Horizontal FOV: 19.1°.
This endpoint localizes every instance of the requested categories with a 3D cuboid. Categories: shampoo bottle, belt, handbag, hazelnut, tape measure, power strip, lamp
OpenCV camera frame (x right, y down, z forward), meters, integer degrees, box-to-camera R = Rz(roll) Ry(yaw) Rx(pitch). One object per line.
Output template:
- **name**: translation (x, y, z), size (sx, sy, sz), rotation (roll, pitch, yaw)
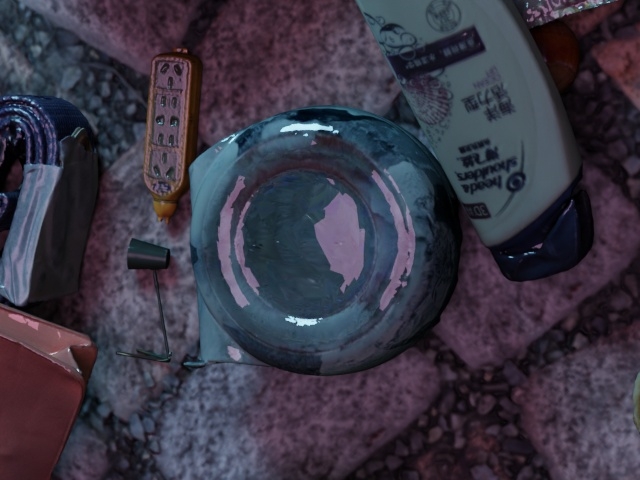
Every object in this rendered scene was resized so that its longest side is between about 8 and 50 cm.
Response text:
- **shampoo bottle**: translation (0.148, -0.133, 1.737), size (0.134, 0.078, 0.359), rotation (-18, 109, 33)
- **belt**: translation (-0.310, -0.034, 1.908), size (0.140, 0.126, 0.230), rotation (18, 98, 15)
- **handbag**: translation (-0.323, 0.162, 1.907), size (0.157, 0.059, 0.212), rotation (23, 127, -5)
- **hazelnut**: translation (0.202, -0.171, 1.783), size (0.086, 0.086, 0.086), rotation (1, 95, 15)
- **tape measure**: translation (0.000, 0.000, 1.818), size (0.275, 0.147, 0.256), rotation (-3, 93, 20)
- **power strip**: translation (-0.150, -0.104, 1.908), size (0.049, 0.028, 0.178), rotation (6, 97, 14)
- **lamp**: translation (-0.171, 0.061, 1.927), size (0.054, 0.041, 0.121), rotation (6, 93, 6)

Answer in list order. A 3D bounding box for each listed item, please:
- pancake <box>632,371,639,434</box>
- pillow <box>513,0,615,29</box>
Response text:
- **pancake**: translation (0.359, 0.160, 1.794), size (0.139, 0.022, 0.139), rotation (1, 95, 16)
- **pillow**: translation (0.246, -0.255, 1.756), size (0.185, 0.043, 0.118), rotation (-22, 47, 15)
